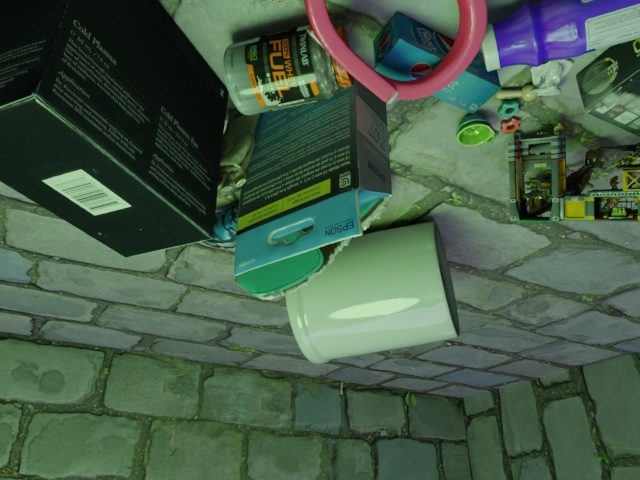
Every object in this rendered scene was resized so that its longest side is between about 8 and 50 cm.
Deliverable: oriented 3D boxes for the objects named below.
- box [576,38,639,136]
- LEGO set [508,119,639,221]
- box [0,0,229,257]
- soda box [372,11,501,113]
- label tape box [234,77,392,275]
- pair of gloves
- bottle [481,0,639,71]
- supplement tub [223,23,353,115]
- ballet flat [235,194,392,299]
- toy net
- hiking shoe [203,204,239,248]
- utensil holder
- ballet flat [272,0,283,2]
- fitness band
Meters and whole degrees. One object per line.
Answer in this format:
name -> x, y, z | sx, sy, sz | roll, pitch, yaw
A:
box -> 0.689, -0.277, 0.847 | 0.394, 0.097, 0.318 | 14, 152, -23
LEGO set -> 0.527, -0.145, 1.020 | 0.254, 0.192, 0.331 | -12, -169, -37
box -> -0.309, -0.194, 0.770 | 0.178, 0.313, 0.343 | -11, 149, 20
soda box -> 0.193, -0.288, 0.853 | 0.210, 0.067, 0.071 | 14, 148, -25
label tape box -> -0.012, -0.109, 0.887 | 0.249, 0.348, 0.115 | -20, 146, 32
pair of gloves -> -0.218, -0.149, 0.966 | 0.240, 0.204, 0.042 | -15, 135, 25
bottle -> 0.378, -0.318, 0.746 | 0.282, 0.118, 0.092 | -12, 116, 19
supplement tub -> -0.048, -0.274, 0.828 | 0.190, 0.117, 0.117 | -9, 150, 14
ballet flat -> 0.000, 0.000, 1.174 | 0.408, 0.147, 0.147 | -37, 145, 1
toy net -> 0.368, -0.242, 0.962 | 0.122, 0.045, 0.232 | 21, 145, -33
hiking shoe -> -0.156, -0.073, 1.225 | 0.303, 0.113, 0.132 | -13, 143, 3
utensil holder -> 0.145, 0.135, 1.374 | 0.385, 0.328, 0.328 | -13, 149, 17
ballet flat -> -0.087, -0.390, 0.656 | 0.091, 0.077, 0.241 | -7, 151, 11
fitness band -> 0.105, -0.317, 0.715 | 0.290, 0.054, 0.209 | 30, 111, -33
